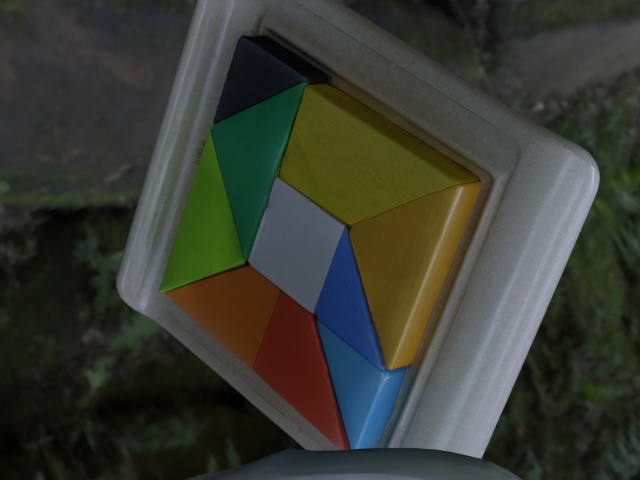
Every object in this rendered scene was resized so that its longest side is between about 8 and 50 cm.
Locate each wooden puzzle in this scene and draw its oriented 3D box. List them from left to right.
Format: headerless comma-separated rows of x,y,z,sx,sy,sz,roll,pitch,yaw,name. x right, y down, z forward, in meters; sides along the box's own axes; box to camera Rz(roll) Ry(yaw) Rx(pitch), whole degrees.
0.000,0.000,0.755,0.044,0.238,0.221,-14,131,-51,wooden puzzle

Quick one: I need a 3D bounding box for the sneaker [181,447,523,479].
-0.038,0.149,0.573,0.366,0.135,0.150,-31,-177,37,sneaker
